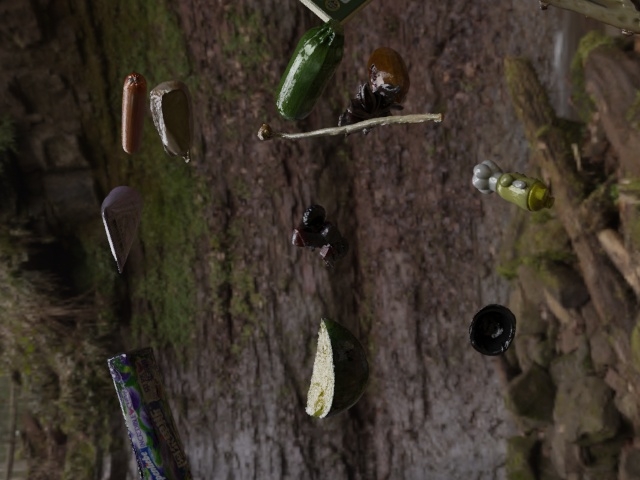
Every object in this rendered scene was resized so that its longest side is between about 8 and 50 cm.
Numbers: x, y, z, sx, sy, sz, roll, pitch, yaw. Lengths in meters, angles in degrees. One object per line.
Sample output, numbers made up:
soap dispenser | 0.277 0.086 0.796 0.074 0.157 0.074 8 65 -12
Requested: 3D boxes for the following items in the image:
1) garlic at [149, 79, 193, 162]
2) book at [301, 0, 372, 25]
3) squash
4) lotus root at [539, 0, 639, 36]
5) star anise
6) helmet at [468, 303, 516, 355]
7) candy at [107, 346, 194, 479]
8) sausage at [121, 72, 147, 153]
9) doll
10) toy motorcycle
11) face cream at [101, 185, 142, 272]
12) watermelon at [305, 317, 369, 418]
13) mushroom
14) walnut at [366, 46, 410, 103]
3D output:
garlic | -0.306 -0.259 1.468 0.196 0.087 0.101 95 159 -47
book | 0.052 -0.541 1.342 0.202 0.264 0.027 43 165 12
squash | -0.020 -0.252 1.079 0.068 0.077 0.219 51 146 8
lotus root | 0.301 -0.340 0.845 0.074 0.260 0.170 -58 31 -5
star anise | 0.140 -0.368 1.963 0.089 0.209 0.231 60 -162 13
helmet | 0.250 0.121 1.023 0.049 0.065 0.084 -57 -20 -67
candy | -0.289 0.339 1.229 0.088 0.061 0.312 -7 -101 -77
sausage | -0.451 -0.300 1.699 0.348 0.053 0.053 127 145 -63
doll | 0.357 -0.103 1.326 0.106 0.162 0.062 34 -95 -52
toy motorcycle | 0.000 0.001 1.882 0.082 0.122 0.213 42 173 46
face cream | -0.481 -0.047 1.680 0.274 0.096 0.154 -110 13 -65
watermelon | 0.034 0.218 1.128 0.092 0.075 0.181 -134 47 -56
mushroom | 0.035 -0.156 0.972 0.028 0.286 0.026 -25 -67 -60
walnut | 0.199 -0.475 2.045 0.116 0.115 0.207 74 177 -62
